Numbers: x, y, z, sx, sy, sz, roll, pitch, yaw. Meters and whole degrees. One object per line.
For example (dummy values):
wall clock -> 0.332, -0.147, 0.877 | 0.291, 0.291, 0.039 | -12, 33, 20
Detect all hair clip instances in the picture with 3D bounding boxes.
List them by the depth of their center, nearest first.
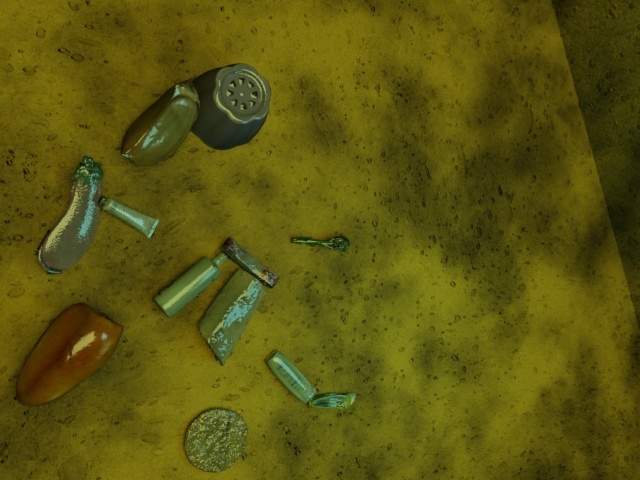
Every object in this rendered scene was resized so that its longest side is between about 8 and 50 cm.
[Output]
hair clip -> -0.717, -0.068, 1.599 | 0.096, 0.110, 0.358 | 13, 87, 10
hair clip -> 0.040, 0.582, 1.970 | 0.189, 0.033, 0.060 | 7, 90, -27

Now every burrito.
burrito -> -0.294, 0.246, 1.778 | 0.143, 0.105, 0.299 | 38, 74, -24

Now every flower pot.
flower pot -> -0.281, -0.433, 1.707 | 0.265, 0.243, 0.264 | 0, 89, -22

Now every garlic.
garlic -> -0.447, -0.358, 1.620 | 0.338, 0.196, 0.151 | -41, 105, 13

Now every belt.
belt -> -0.237, 0.079, 1.825 | 0.232, 0.071, 0.053 | 42, 67, -22

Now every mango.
mango -> -0.729, 0.328, 1.543 | 0.201, 0.199, 0.350 | 43, 85, 11

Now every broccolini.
broccolini -> 0.001, -0.002, 1.945 | 0.216, 0.067, 0.058 | 9, 83, -16

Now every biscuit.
biscuit -> -0.341, 0.656, 1.796 | 0.220, 0.033, 0.219 | -1, 92, -26

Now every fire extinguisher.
fire extinguisher -> -0.804, 0.008, 1.586 | 0.028, 0.022, 0.083 | 23, 79, 16

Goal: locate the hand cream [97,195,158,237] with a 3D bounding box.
hand cream -> -0.585, -0.077, 1.662 | 0.194, 0.042, 0.067 | 36, 70, -42

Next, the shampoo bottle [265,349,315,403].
shampoo bottle -> -0.104, 0.475, 1.895 | 0.072, 0.049, 0.212 | -44, 106, -22

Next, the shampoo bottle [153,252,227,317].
shampoo bottle -> -0.403, 0.131, 1.736 | 0.262, 0.085, 0.085 | -42, 106, -19
